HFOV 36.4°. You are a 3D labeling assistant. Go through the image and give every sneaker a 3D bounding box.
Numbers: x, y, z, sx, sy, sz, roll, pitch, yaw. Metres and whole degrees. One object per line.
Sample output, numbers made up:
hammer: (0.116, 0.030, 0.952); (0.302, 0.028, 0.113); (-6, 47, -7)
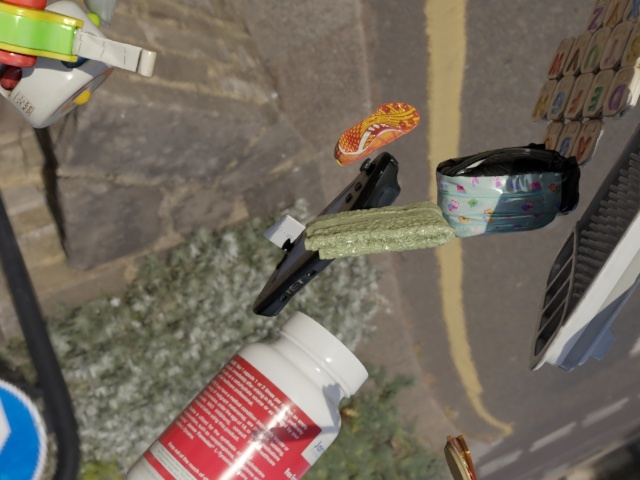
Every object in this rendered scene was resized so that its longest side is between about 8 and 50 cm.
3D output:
sneaker: (0.092, -0.184, 1.648); (0.175, 0.064, 0.067); (-26, 169, -23)

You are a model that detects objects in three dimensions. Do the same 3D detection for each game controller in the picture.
game controller: (0.000, 0.000, 1.309); (0.166, 0.067, 0.319); (-48, -178, -34)

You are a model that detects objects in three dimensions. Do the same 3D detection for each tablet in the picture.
tablet: (-0.061, -0.013, 1.720); (0.054, 0.006, 0.083); (35, 140, -17)

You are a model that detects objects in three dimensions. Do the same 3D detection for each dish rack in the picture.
dish rack: (0.359, -0.010, 1.143); (0.333, 0.072, 0.285); (-67, 174, 31)

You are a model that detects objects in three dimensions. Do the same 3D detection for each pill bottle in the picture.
pill bottle: (-0.115, 0.325, 1.654); (0.408, 0.229, 0.229); (-47, 161, -12)

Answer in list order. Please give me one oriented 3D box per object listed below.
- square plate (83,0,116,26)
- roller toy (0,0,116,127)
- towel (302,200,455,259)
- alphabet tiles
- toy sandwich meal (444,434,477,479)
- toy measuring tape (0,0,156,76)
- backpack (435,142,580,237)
square plate: (-0.405, -0.548, 1.540); (0.049, 0.347, 0.344); (-23, 179, -17)
roller toy: (-0.437, -0.282, 1.604); (0.209, 0.146, 0.191); (-40, -172, 5)
towel: (0.056, -0.012, 0.980); (0.148, 0.027, 0.110); (-5, -164, -1)
alphabet tiles: (0.386, -0.237, 1.389); (0.021, 0.278, 0.284); (20, -179, -13)
toy sandwich meal: (0.174, 0.272, 1.165); (0.029, 0.085, 0.085); (-21, 157, -7)
toy measuring tape: (-0.391, -0.292, 1.390); (0.121, 0.330, 0.121); (-41, 142, -43)
backpack: (0.248, -0.069, 1.325); (0.182, 0.115, 0.152); (-6, -172, -3)
